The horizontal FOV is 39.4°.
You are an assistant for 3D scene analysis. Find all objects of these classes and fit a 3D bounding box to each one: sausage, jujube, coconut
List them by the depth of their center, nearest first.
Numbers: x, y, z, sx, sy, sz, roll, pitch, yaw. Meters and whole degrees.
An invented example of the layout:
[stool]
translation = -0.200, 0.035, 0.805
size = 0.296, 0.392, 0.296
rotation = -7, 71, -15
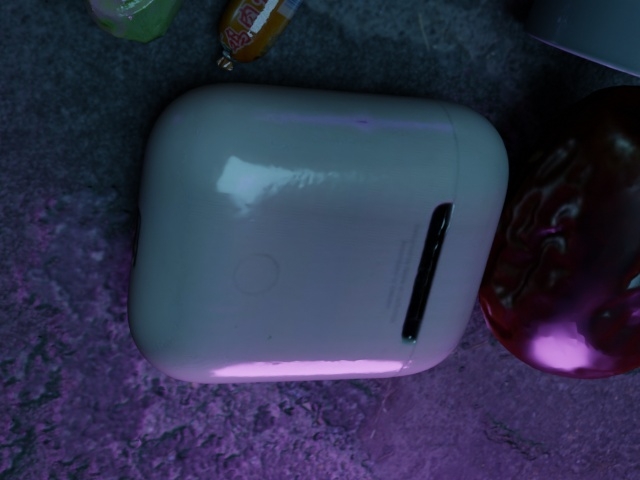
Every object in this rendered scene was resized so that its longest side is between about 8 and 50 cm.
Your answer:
[coconut]
translation = -0.149, -0.198, 0.715
size = 0.083, 0.082, 0.081
rotation = -32, 103, -52
[sausage]
translation = 0.012, -0.289, 0.745
size = 0.053, 0.053, 0.348
rotation = 28, 103, -31
[jujube]
translation = 0.281, 0.002, 0.896
size = 0.223, 0.223, 0.318
rotation = -9, 137, -18

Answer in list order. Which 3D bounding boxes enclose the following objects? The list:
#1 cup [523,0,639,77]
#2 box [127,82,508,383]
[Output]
[cup]
translation = 0.330, -0.294, 0.782
size = 0.205, 0.205, 0.312
rotation = 9, 112, -26
[box]
translation = 0.000, 0.001, 0.841
size = 0.349, 0.141, 0.289
rotation = 1, 115, -23
